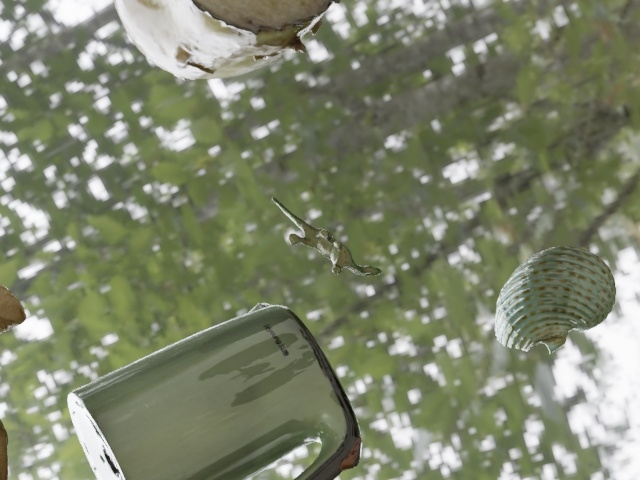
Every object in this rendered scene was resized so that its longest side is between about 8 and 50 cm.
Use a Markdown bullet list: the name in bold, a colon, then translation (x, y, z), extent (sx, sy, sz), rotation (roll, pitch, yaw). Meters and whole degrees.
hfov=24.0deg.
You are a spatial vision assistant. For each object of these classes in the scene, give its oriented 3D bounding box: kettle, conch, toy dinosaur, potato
- **kettle**: translation (-0.099, 0.197, 1.543), extent (0.255, 0.165, 0.240), rotation (-24, -125, -22)
- **conch**: translation (0.266, 0.062, 1.738), extent (0.153, 0.135, 0.102), rotation (-23, -77, -46)
- **toy dinosaur**: translation (0.000, 0.001, 1.385), extent (0.119, 0.029, 0.060), rotation (34, -173, 22)
- **potato**: translation (-0.133, -0.290, 1.738), extent (0.301, 0.237, 0.289), rotation (41, -131, 3)

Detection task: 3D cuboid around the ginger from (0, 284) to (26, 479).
- **ginger**: translation (-0.290, 0.171, 1.267), extent (0.089, 0.075, 0.288), rotation (64, -162, -56)
